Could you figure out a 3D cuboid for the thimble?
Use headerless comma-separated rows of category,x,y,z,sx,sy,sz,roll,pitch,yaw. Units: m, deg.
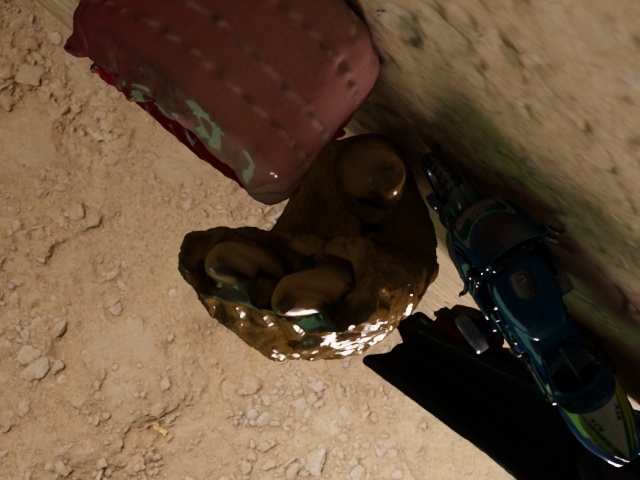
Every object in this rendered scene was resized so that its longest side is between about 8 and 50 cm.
thimble,-0.059,-0.117,0.598,0.189,0.125,0.163,36,174,40

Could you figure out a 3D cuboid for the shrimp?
shrimp,0.227,0.090,0.930,0.195,0.035,0.148,36,176,38

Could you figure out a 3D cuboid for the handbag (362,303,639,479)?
handbag,0.227,0.180,0.962,0.329,0.122,0.303,32,-179,32

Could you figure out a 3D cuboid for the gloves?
gloves,0.012,0.010,0.745,0.155,0.203,0.356,49,-166,4

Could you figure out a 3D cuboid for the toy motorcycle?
toy motorcycle,0.149,0.046,0.672,0.254,0.092,0.135,58,179,-8
